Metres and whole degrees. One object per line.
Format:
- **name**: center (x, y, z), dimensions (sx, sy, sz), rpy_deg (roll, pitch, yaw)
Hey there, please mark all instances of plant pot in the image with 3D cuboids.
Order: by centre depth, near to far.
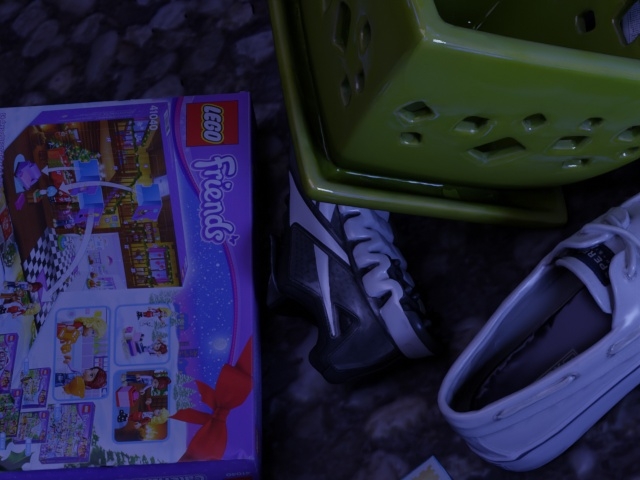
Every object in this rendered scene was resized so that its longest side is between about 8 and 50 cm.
- **plant pot**: center (0.092, -0.138, 1.229), dimensions (0.207, 0.228, 0.227), rpy_deg (-52, 40, 47)

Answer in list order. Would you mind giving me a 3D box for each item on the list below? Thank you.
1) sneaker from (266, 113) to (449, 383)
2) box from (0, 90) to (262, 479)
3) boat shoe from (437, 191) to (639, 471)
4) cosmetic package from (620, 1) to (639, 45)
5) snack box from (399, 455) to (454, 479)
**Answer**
- **sneaker**: center (0.000, 0.000, 1.324), dimensions (0.106, 0.078, 0.234), rpy_deg (-30, 55, 13)
- **box**: center (-0.143, 0.036, 1.362), dimensions (0.201, 0.057, 0.293), rpy_deg (-3, 61, 4)
- **boat shoe**: center (0.179, 0.028, 1.190), dimensions (0.267, 0.088, 0.096), rpy_deg (-42, 51, 7)
- **cosmetic package**: center (0.233, -0.154, 1.282), dimensions (0.060, 0.041, 0.115), rpy_deg (-13, 60, 27)
- **snack box**: center (0.075, 0.292, 1.086), dimensions (0.187, 0.060, 0.322), rpy_deg (-37, 47, 1)
